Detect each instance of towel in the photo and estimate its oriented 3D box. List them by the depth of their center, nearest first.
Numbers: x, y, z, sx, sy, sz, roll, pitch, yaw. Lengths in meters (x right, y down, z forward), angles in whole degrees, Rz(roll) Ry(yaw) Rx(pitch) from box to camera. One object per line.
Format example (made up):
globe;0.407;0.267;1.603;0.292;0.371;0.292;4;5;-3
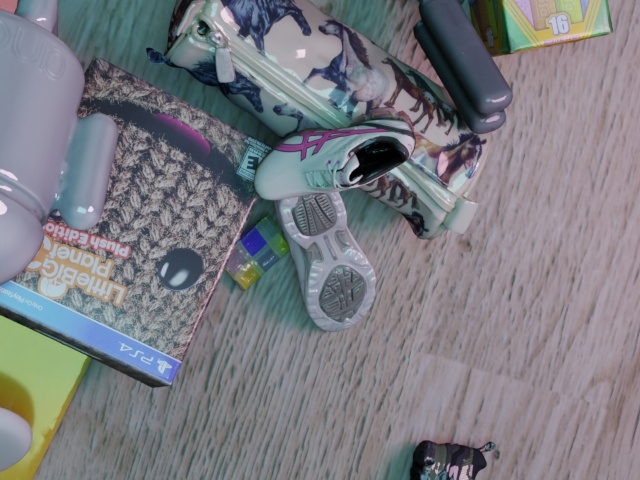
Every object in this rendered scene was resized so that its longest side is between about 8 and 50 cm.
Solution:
towel;-0.078;0.016;1.780;0.083;0.009;0.060;-41;119;-12

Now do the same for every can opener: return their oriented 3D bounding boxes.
can opener;0.159;-0.253;1.715;0.095;0.076;0.283;-17;61;-17

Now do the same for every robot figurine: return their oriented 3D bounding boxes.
robot figurine;-0.358;-0.097;1.504;0.299;0.200;0.354;11;69;-2

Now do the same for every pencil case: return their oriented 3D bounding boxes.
pencil case;0.010;-0.163;1.706;0.410;0.183;0.160;33;123;-11

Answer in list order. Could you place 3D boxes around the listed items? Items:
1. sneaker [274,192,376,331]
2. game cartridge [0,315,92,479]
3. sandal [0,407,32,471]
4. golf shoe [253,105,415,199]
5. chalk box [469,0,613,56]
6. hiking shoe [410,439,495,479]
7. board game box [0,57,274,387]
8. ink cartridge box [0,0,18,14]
sneaker;0.000;0.000;1.764;0.090;0.115;0.232;-19;123;-7
game cartridge;-0.441;0.175;1.726;0.285;0.052;0.324;27;92;-10
sandal;-0.528;0.202;1.633;0.416;0.169;0.102;-4;56;-8
golf shoe;0.012;-0.085;1.600;0.186;0.086;0.067;-21;116;12
chalk box;0.245;-0.332;1.759;0.132;0.132;0.213;-12;95;-8
hiking shoe;0.169;0.357;1.818;0.114;0.086;0.227;0;93;-6
board game box;-0.219;-0.015;1.672;0.232;0.141;0.291;26;78;-10
ink cartridge box;-0.408;-0.206;1.685;0.134;0.078;0.231;15;91;-11
